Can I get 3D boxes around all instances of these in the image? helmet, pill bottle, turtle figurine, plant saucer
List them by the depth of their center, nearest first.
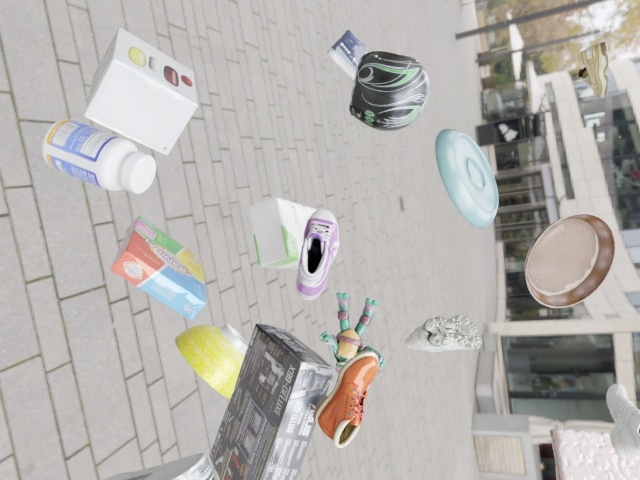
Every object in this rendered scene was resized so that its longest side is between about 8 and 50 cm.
[{"bbox_3d":[0.410,0.031,0.797,0.029,0.169,0.168,-124,-164,-66],"label":"plant saucer"},{"bbox_3d":[0.155,-0.321,1.042,0.169,0.162,0.169,13,90,-83],"label":"helmet"},{"bbox_3d":[0.074,0.259,1.222,0.118,0.175,0.234,141,-36,-66],"label":"turtle figurine"},{"bbox_3d":[-0.606,-0.226,1.327,0.152,0.272,0.152,21,90,-81],"label":"pill bottle"},{"bbox_3d":[0.442,-0.190,1.402,0.318,0.044,0.317,24,55,-40],"label":"plant saucer"}]

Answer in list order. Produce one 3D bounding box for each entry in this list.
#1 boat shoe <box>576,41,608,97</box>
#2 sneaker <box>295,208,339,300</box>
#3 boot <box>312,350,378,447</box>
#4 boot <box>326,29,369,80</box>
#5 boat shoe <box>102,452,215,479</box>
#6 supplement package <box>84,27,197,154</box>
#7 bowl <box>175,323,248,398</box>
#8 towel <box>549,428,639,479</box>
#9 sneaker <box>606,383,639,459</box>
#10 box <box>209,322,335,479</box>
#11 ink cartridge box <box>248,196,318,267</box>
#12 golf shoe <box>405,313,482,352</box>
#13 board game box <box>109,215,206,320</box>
[{"bbox_3d":[0.724,-0.448,1.273,0.190,0.072,0.068,44,47,-49],"label":"boat shoe"},{"bbox_3d":[0.001,0.000,1.249,0.161,0.102,0.282,97,0,-54],"label":"sneaker"},{"bbox_3d":[0.056,0.259,0.780,0.059,0.085,0.157,30,94,-28],"label":"boot"},{"bbox_3d":[0.112,-0.467,1.279,0.190,0.086,0.069,38,16,-21],"label":"boot"},{"bbox_3d":[-0.200,0.288,0.500,0.078,0.219,0.070,-13,81,-67],"label":"boat shoe"},{"bbox_3d":[-0.406,-0.342,1.095,0.194,0.149,0.203,24,29,-34],"label":"supplement package"},{"bbox_3d":[-0.340,0.379,1.637,0.156,0.289,0.289,-45,140,-8],"label":"bowl"},{"bbox_3d":[0.783,0.673,1.257,0.053,0.332,0.316,104,-7,-59],"label":"towel"},{"bbox_3d":[0.573,0.329,0.882,0.054,0.061,0.152,40,41,-11],"label":"sneaker"},{"bbox_3d":[-0.105,0.341,0.929,0.077,0.242,0.307,20,87,-28],"label":"box"},{"bbox_3d":[-0.094,-0.014,1.539,0.273,0.115,0.198,11,65,-62],"label":"ink cartridge box"},{"bbox_3d":[0.238,0.186,0.927,0.176,0.086,0.069,13,54,-36],"label":"golf shoe"},{"bbox_3d":[-0.432,0.067,1.315,0.242,0.064,0.316,39,5,-24],"label":"board game box"}]
